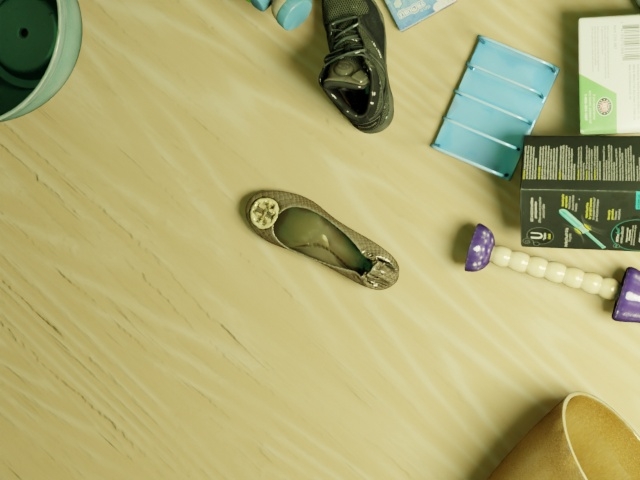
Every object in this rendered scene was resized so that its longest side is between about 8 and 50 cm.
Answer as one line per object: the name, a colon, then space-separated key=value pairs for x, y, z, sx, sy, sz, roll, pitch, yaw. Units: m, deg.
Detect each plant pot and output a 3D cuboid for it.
plant pot: x=0.309 y=0.370 z=1.451 sx=0.254 sy=0.237 sz=0.237 roll=-42 pitch=84 yaw=27
plant pot: x=-0.468 y=-0.310 z=1.590 sx=0.293 sy=0.196 sz=0.293 roll=1 pitch=94 yaw=14

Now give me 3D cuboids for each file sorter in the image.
file sorter: x=0.235 y=-0.181 z=1.476 sx=0.118 sy=0.104 sz=0.170 roll=25 pitch=99 yaw=10

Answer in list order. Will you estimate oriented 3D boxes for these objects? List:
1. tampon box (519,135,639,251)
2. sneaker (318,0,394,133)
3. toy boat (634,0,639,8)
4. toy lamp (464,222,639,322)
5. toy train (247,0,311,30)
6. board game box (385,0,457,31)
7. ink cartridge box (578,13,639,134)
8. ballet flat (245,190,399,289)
tampon box: x=0.346 y=-0.063 z=1.434 sx=0.161 sy=0.120 sz=0.101 roll=2 pitch=51 yaw=13
sneaker: x=0.044 y=-0.266 z=1.505 sx=0.087 sy=0.130 sz=0.227 roll=-10 pitch=86 yaw=14
toy boat: x=0.472 y=-0.421 z=1.348 sx=0.148 sy=0.267 sz=0.318 roll=43 pitch=141 yaw=2
toy lamp: x=0.337 y=0.050 z=1.483 sx=0.275 sy=0.080 sz=0.080 roll=17 pitch=98 yaw=15
toy train: x=-0.016 y=-0.416 z=1.514 sx=0.248 sy=0.105 sz=0.143 roll=-44 pitch=77 yaw=-7
board game box: x=0.133 y=-0.355 z=1.532 sx=0.090 sy=0.020 sz=0.090 roll=-28 pitch=88 yaw=14
ink cartridge box: x=0.449 y=-0.218 z=1.428 sx=0.212 sy=0.093 sz=0.154 roll=-1 pitch=94 yaw=15
ballet flat: x=0.000 y=0.000 z=1.569 sx=0.250 sy=0.058 sz=0.084 roll=30 pitch=99 yaw=10
